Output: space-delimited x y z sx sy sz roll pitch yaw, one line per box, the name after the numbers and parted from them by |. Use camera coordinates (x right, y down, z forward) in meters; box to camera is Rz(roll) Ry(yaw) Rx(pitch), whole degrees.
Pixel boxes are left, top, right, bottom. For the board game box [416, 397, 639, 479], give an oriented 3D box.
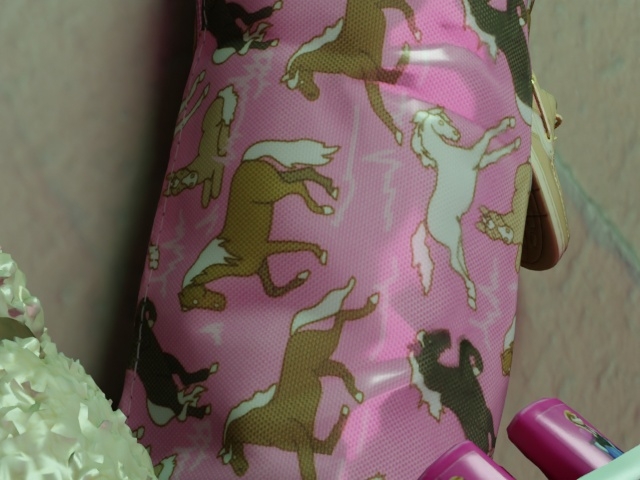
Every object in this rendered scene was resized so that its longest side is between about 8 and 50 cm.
-0.085 0.250 0.457 0.390 0.050 0.390 -19 136 -40 | board game box

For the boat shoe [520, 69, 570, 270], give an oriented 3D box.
0.105 -0.067 0.873 0.059 0.063 0.170 -32 106 -34 | boat shoe

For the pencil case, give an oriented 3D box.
0.000 0.000 0.703 0.167 0.160 0.386 22 71 -37 | pencil case

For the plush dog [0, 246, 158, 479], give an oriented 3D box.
-0.135 0.068 0.522 0.225 0.210 0.262 59 0 20 | plush dog
